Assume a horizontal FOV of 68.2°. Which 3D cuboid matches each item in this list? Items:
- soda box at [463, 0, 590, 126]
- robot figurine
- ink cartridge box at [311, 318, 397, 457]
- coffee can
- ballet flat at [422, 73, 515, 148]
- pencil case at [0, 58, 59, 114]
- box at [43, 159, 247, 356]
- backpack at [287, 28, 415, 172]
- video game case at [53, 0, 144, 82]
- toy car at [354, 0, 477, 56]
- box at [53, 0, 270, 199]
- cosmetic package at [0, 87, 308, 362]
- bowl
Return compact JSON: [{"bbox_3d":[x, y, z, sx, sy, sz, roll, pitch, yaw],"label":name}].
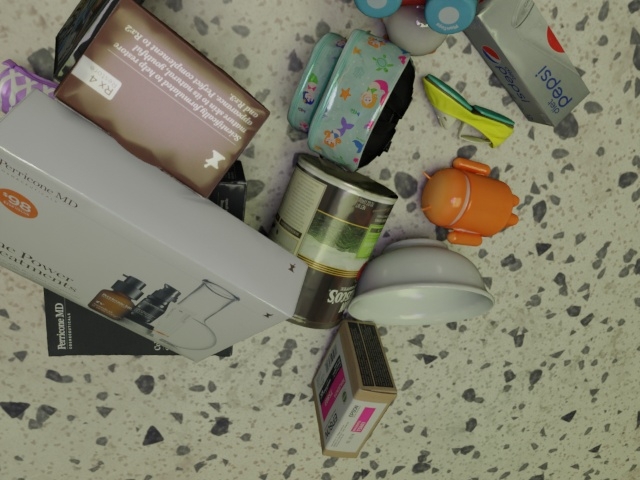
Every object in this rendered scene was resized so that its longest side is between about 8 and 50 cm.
[{"bbox_3d":[0.391,-0.356,0.910,0.098,0.091,0.286,-45,114,7],"label":"soda box"},{"bbox_3d":[0.306,-0.081,0.987,0.220,0.128,0.158,12,115,-18],"label":"robot figurine"},{"bbox_3d":[0.064,0.323,1.034,0.088,0.193,0.234,12,123,-17],"label":"ink cartridge box"},{"bbox_3d":[0.000,0.000,0.907,0.202,0.201,0.275,17,107,-19],"label":"coffee can"},{"bbox_3d":[0.285,-0.247,0.945,0.231,0.077,0.077,20,123,-22],"label":"ballet flat"},{"bbox_3d":[-0.410,-0.213,0.773,0.206,0.086,0.088,17,128,-10],"label":"pencil case"},{"bbox_3d":[-0.308,0.021,0.857,0.313,0.179,0.343,4,111,-15],"label":"box"},{"bbox_3d":[0.058,-0.234,0.798,0.191,0.253,0.225,26,106,-1],"label":"backpack"},{"bbox_3d":[-0.285,-0.360,0.667,0.275,0.248,0.035,-48,131,8],"label":"video game case"},{"bbox_3d":[0.149,-0.396,0.792,0.211,0.238,0.219,13,66,0],"label":"toy car"},{"bbox_3d":[-0.204,-0.209,0.673,0.191,0.381,0.143,36,101,-23],"label":"box"},{"bbox_3d":[-0.252,0.020,0.638,0.377,0.097,0.284,34,137,-22],"label":"cosmetic package"},{"bbox_3d":[0.204,0.082,0.992,0.298,0.298,0.134,8,66,-16],"label":"bowl"}]
